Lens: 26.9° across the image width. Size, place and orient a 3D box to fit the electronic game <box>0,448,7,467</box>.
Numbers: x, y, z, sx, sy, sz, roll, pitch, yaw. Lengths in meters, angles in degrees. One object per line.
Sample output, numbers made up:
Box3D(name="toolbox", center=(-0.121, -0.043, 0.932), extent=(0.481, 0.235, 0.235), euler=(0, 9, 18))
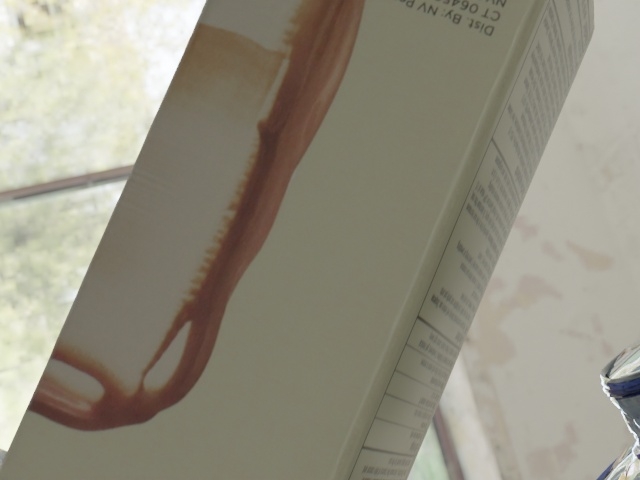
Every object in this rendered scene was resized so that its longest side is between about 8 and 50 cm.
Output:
Box3D(name="electronic game", center=(-0.385, 0.290, 1.307), extent=(0.048, 0.229, 0.229), euler=(66, -5, -34))

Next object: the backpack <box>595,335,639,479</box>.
Box3D(name="backpack", center=(0.267, 0.107, 0.708), extent=(0.213, 0.276, 0.263), euler=(58, -42, 14))

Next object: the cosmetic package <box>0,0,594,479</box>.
Box3D(name="cosmetic package", center=(0.000, 0.000, 0.562), extent=(0.296, 0.129, 0.153), euler=(-67, 164, -6))
